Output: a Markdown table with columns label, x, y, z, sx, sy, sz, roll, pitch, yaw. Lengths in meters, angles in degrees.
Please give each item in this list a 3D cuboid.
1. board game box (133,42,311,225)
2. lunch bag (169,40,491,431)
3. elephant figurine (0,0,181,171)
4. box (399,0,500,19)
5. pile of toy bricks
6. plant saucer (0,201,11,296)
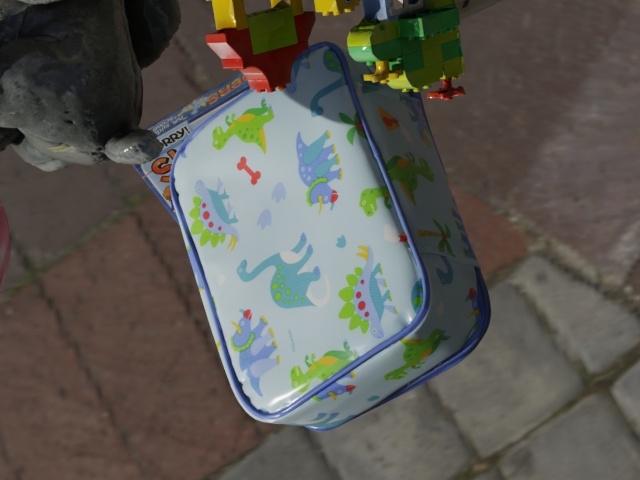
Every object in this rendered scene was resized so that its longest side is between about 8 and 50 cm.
| label | x | y | z | sx | sy | sz | roll | pitch | yaw |
| --- | --- | --- | --- | --- | --- | --- | --- | --- | --- |
| board game box | -0.066 | -0.090 | 1.801 | 0.201 | 0.035 | 0.136 | -30 | 122 | 11 |
| lunch bag | 0.000 | 0.000 | 1.188 | 0.176 | 0.090 | 0.219 | -36 | 60 | 28 |
| elephant figurine | -0.186 | -0.181 | 1.366 | 0.186 | 0.169 | 0.239 | 21 | 76 | -14 |
| box | 0.036 | -0.295 | 1.303 | 0.311 | 0.148 | 0.121 | 42 | 146 | 29 |
| pile of toy bricks | 0.050 | -0.122 | 0.970 | 0.118 | 0.212 | 0.105 | 5 | 109 | 46 |
| plant saucer | -0.331 | -0.037 | 1.033 | 0.332 | 0.332 | 0.084 | 28 | 120 | 19 |
